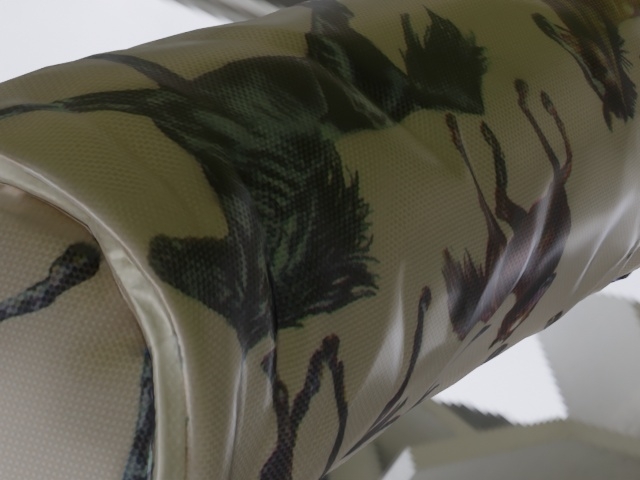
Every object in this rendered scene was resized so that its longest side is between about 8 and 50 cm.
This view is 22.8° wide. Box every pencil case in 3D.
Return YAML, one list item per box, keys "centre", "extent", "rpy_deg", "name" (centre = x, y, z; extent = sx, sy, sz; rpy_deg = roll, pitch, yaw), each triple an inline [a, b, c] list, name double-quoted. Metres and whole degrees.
- centre: [0.000, 0.000, 0.577]
  extent: [0.160, 0.183, 0.410]
  rpy_deg: [47, -144, 12]
  name: "pencil case"
